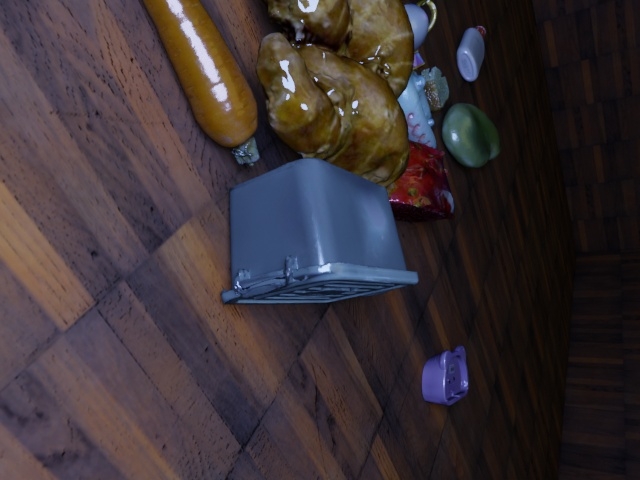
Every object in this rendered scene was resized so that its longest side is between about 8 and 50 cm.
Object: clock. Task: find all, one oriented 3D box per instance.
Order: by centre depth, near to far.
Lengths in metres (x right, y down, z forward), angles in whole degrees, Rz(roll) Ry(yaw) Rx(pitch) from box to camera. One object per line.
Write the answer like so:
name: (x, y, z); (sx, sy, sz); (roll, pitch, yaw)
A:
clock: (0.262, 0.280, 1.044); (0.152, 0.050, 0.110); (7, 79, -56)

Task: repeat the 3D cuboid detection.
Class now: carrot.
carrot: (-0.142, -0.224, 0.497); (0.069, 0.069, 0.336); (-53, 125, -46)

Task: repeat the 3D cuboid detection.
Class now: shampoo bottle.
shampoo bottle: (0.437, -0.550, 1.426); (0.108, 0.051, 0.221); (57, 42, -31)

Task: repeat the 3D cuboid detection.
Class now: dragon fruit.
dragon fruit: (0.166, -0.123, 0.887); (0.274, 0.126, 0.161); (11, 77, -56)

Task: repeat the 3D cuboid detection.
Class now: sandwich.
sandwich: (0.266, -0.357, 1.154); (0.105, 0.035, 0.093); (-47, 123, -49)

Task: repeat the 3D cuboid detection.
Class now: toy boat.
toy boat: (0.189, -0.258, 0.971); (0.207, 0.078, 0.134); (40, 44, -50)

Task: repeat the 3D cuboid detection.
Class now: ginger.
ginger: (0.013, -0.244, 0.660); (0.274, 0.152, 0.358); (11, 77, -44)

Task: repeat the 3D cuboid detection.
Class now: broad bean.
broad bean: (0.382, -0.268, 1.266); (0.228, 0.100, 0.169); (-23, 98, -54)

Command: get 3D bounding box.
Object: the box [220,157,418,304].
box: (0.000, 0.000, 0.601); (0.243, 0.163, 0.135); (9, 69, -55)

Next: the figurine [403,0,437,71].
figurine: (0.096, -0.404, 0.804); (0.189, 0.142, 0.264); (-25, 113, -20)
